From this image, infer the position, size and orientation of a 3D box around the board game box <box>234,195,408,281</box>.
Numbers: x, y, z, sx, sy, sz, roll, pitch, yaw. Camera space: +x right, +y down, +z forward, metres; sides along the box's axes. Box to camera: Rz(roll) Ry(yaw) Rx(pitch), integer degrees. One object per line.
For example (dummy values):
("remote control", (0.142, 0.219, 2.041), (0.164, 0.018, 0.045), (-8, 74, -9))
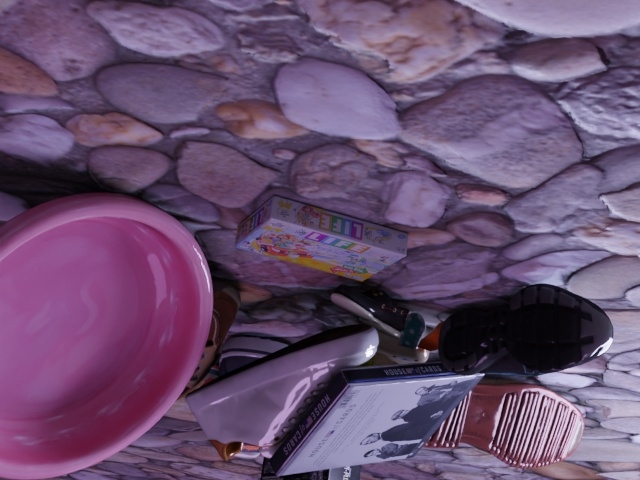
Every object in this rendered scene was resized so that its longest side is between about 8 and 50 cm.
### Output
("board game box", (0.000, 0.000, 1.288), (0.154, 0.026, 0.103), (15, 157, -20))

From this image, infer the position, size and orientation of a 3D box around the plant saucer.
("plant saucer", (-0.273, 0.094, 1.300), (0.084, 0.332, 0.332), (35, -178, 43))

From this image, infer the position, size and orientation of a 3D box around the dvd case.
("dvd case", (0.072, 0.218, 1.513), (0.239, 0.029, 0.179), (2, 135, -41))

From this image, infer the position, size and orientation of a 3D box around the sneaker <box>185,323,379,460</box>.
("sneaker", (-0.029, 0.192, 1.505), (0.290, 0.123, 0.106), (-27, 178, 35))

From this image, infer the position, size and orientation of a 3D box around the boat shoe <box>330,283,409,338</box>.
("boat shoe", (0.058, 0.076, 1.449), (0.049, 0.042, 0.133), (16, 169, 42))

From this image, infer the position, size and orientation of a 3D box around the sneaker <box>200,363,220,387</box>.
("sneaker", (-0.186, 0.237, 1.888), (0.057, 0.075, 0.161), (10, 158, -6))

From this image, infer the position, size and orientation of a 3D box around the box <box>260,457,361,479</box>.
("box", (-0.017, 0.403, 2.161), (0.077, 0.147, 0.180), (25, 152, -38))

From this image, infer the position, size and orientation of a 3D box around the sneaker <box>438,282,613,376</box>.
("sneaker", (0.250, 0.108, 1.419), (0.106, 0.101, 0.267), (8, 170, -30))

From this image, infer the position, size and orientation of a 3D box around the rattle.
("rattle", (0.077, 0.175, 1.569), (0.200, 0.143, 0.130), (-4, 139, 41))

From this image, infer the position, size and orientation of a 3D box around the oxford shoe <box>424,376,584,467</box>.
("oxford shoe", (0.229, 0.240, 1.762), (0.348, 0.123, 0.130), (18, -176, -30))

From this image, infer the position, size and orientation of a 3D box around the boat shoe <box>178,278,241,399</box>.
("boat shoe", (-0.173, 0.132, 1.552), (0.122, 0.120, 0.324), (9, 159, -6))

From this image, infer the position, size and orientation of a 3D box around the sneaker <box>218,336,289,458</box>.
("sneaker", (-0.093, 0.240, 1.802), (0.126, 0.127, 0.321), (8, 157, 1))
